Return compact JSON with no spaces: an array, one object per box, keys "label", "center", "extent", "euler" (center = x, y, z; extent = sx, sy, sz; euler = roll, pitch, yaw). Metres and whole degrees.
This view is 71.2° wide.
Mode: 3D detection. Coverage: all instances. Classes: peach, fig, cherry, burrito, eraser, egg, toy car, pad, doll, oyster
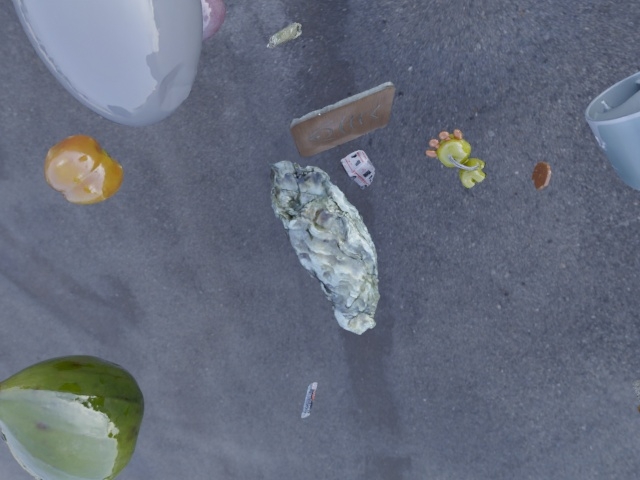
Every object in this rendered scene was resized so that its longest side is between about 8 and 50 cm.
[{"label":"peach","center":[-0.474,-0.136,0.891],"extent":[0.138,0.138,0.138],"euler":[8,122,13]},{"label":"fig","center":[-0.396,0.276,0.694],"extent":[0.203,0.202,0.225],"euler":[-30,139,30]},{"label":"cherry","center":[-0.455,-0.795,1.518],"extent":[0.240,0.239,0.205],"euler":[20,91,5]},{"label":"burrito","center":[-0.132,-0.751,1.640],"extent":[0.045,0.188,0.058],"euler":[40,148,10]},{"label":"eraser","center":[-0.030,0.439,1.228],"extent":[0.019,0.099,0.027],"euler":[7,168,29]},{"label":"egg","center":[-0.211,-0.235,0.460],"extent":[0.176,0.176,0.231],"euler":[1,112,18]},{"label":"toy car","center":[0.166,-0.285,1.804],"extent":[0.108,0.210,0.089],"euler":[-34,67,14]},{"label":"pad","center":[0.061,-0.316,1.222],"extent":[0.284,0.286,0.018],"euler":[-21,82,2]},{"label":"doll","center":[0.473,-0.291,1.556],"extent":[0.221,0.135,0.143],"euler":[38,137,-20]},{"label":"oyster","center":[0.000,0.000,0.434],"extent":[0.177,0.064,0.124],"euler":[51,165,26]}]

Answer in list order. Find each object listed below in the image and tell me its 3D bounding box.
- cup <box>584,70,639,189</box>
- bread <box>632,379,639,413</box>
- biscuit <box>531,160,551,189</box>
[{"label":"cup","center":[0.942,-0.327,1.248],"extent":[0.260,0.356,0.274],"euler":[-15,119,50]},{"label":"bread","center":[0.603,0.306,0.776],"extent":[0.129,0.126,0.044],"euler":[41,121,-2]},{"label":"biscuit","center":[0.873,-0.257,1.762],"extent":[0.019,0.130,0.102],"euler":[9,125,-1]}]
